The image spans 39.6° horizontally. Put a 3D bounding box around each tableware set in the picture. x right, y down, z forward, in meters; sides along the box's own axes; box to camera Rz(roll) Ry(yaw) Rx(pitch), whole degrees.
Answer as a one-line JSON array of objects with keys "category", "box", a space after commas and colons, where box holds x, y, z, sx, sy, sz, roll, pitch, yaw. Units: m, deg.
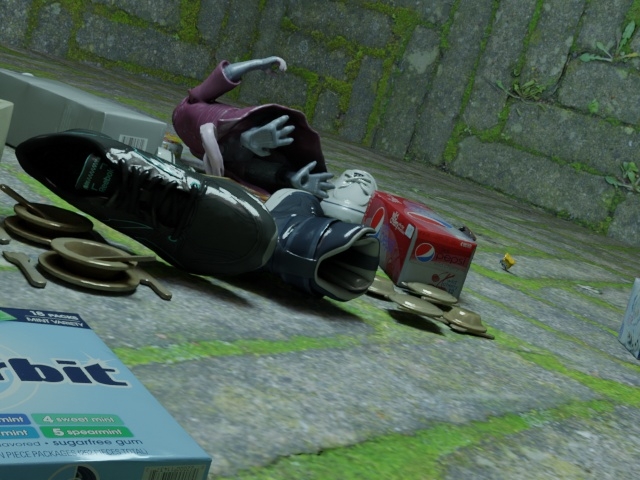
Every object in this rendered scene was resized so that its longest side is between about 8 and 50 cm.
[{"category": "tableware set", "box": [0.118, 0.072, 1.031, 0.141, 0.020, 0.169, 15, 9, -25]}, {"category": "tableware set", "box": [-0.225, -0.004, 0.807, 0.128, 0.039, 0.194, 9, 13, -38]}]

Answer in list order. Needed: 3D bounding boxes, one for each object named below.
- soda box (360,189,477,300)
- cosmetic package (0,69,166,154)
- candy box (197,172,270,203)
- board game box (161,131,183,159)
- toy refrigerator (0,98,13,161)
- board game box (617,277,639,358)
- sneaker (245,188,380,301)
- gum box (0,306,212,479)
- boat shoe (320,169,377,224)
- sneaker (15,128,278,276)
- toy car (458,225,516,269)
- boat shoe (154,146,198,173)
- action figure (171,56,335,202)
[{"category": "soda box", "box": [0.128, 0.000, 1.242, 0.092, 0.083, 0.263, 15, 11, -13]}, {"category": "cosmetic package", "box": [-0.349, -0.159, 1.252, 0.238, 0.107, 0.127, 21, 11, 32]}, {"category": "candy box", "box": [-0.106, -0.037, 1.141, 0.187, 0.053, 0.109, 28, 15, 40]}, {"category": "board game box", "box": [-0.313, -0.186, 1.641, 0.103, 0.026, 0.154, 13, 11, -18]}, {"category": "toy refrigerator", "box": [-0.494, -0.152, 0.987, 0.269, 0.094, 0.102, 15, 11, -9]}, {"category": "board game box", "box": [0.424, 0.102, 1.170, 0.020, 0.090, 0.090, 13, 11, 0]}, {"category": "sneaker", "box": [0.000, 0.002, 0.972, 0.163, 0.086, 0.226, 10, 17, 21]}, {"category": "gum box", "box": [-0.167, 0.082, 0.449, 0.157, 0.041, 0.184, 9, 13, -38]}, {"category": "boat shoe", "box": [0.051, -0.081, 1.531, 0.095, 0.084, 0.258, 18, 10, 0]}, {"category": "sneaker", "box": [-0.171, -0.036, 0.851, 0.267, 0.101, 0.106, 21, 1, 13]}, {"category": "toy car", "box": [0.263, 0.027, 1.509, 0.122, 0.060, 0.040, 37, -30, 12]}, {"category": "boat shoe", "box": [-0.168, -0.049, 1.058, 0.070, 0.077, 0.219, 13, 19, -20]}, {"category": "action figure", "box": [-0.153, -0.154, 1.452, 0.276, 0.248, 0.370, -24, 35, -32]}]
